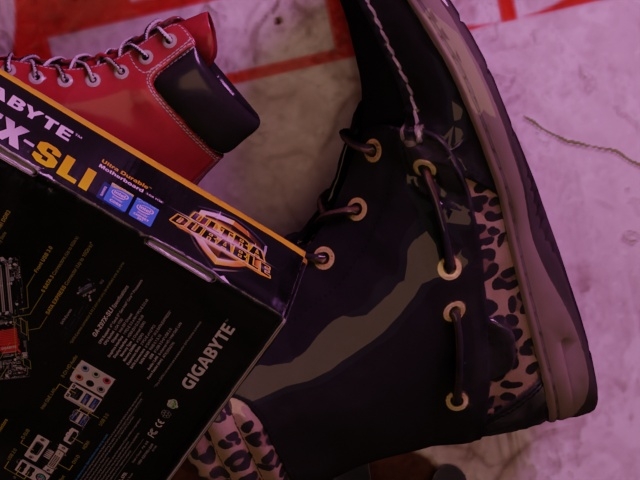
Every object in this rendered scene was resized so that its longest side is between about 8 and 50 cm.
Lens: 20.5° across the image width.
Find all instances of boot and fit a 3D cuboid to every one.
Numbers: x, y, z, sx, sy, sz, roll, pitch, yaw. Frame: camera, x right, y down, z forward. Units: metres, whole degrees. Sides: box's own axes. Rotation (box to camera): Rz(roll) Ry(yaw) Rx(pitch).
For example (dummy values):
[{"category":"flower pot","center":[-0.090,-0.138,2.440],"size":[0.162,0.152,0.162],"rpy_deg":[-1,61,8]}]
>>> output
[{"category":"boot","center":[-0.165,-0.108,1.101],"size":[0.244,0.088,0.176],"rpy_deg":[37,104,-16]},{"category":"boot","center":[0.000,0.000,1.187],"size":[0.284,0.138,0.377],"rpy_deg":[-23,110,0]}]

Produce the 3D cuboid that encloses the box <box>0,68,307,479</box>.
[{"category":"box","center":[-0.197,0.071,1.091],"size":[0.257,0.079,0.322],"rpy_deg":[31,121,-7]}]

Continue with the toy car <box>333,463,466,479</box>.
[{"category":"toy car","center":[0.043,0.247,1.272],"size":[0.155,0.149,0.188],"rpy_deg":[11,73,-12]}]
